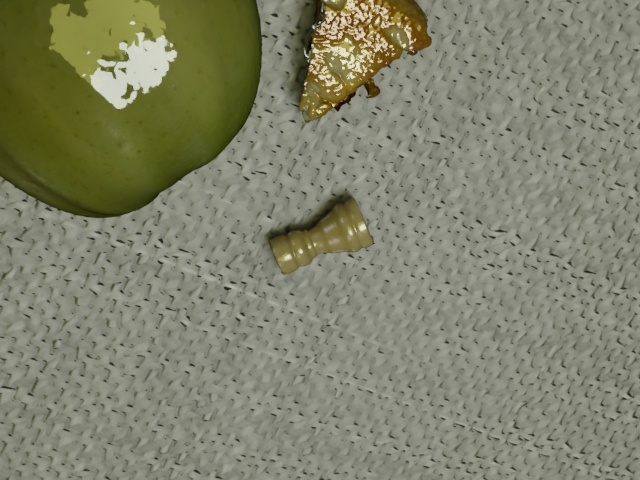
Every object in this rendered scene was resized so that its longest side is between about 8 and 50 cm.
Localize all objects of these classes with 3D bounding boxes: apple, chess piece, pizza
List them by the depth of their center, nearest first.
[{"bbox_3d":[-0.236,-0.205,1.285,0.320,0.311,0.360,-12,123,40],"label":"apple"},{"bbox_3d":[0.029,-0.223,1.364,0.154,0.069,0.194,26,109,-23],"label":"pizza"},{"bbox_3d":[0.000,0.000,1.450,0.122,0.066,0.066,-25,116,0],"label":"chess piece"}]
